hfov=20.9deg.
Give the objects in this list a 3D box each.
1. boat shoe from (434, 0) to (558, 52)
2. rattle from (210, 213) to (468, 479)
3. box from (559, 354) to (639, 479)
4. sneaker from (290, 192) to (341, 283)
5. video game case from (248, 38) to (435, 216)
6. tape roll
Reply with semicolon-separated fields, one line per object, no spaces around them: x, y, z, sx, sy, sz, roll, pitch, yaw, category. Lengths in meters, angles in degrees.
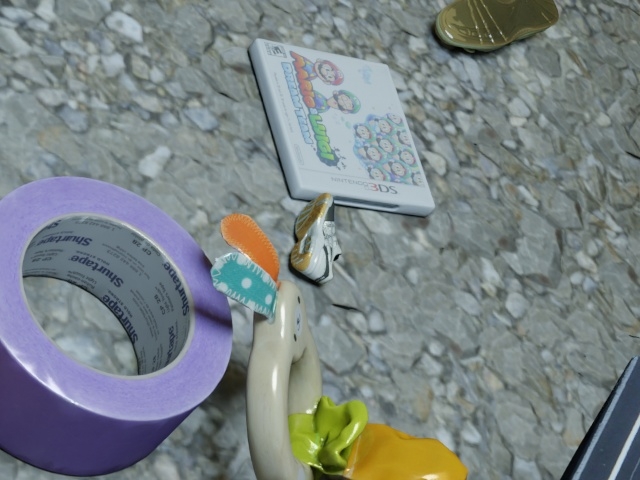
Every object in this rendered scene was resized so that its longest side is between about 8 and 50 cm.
0.163;-0.208;1.668;0.153;0.048;0.056;-20;83;-39;boat shoe
0.011;0.081;1.170;0.130;0.143;0.199;-24;115;-57;rattle
0.265;0.285;1.173;0.294;0.183;0.296;30;45;8;box
0.000;0.000;1.374;0.037;0.032;0.083;40;44;-26;sneaker
0.018;-0.096;1.471;0.143;0.019;0.157;7;53;-35;video game case
-0.158;0.056;1.159;0.189;0.080;0.189;21;47;-24;tape roll
